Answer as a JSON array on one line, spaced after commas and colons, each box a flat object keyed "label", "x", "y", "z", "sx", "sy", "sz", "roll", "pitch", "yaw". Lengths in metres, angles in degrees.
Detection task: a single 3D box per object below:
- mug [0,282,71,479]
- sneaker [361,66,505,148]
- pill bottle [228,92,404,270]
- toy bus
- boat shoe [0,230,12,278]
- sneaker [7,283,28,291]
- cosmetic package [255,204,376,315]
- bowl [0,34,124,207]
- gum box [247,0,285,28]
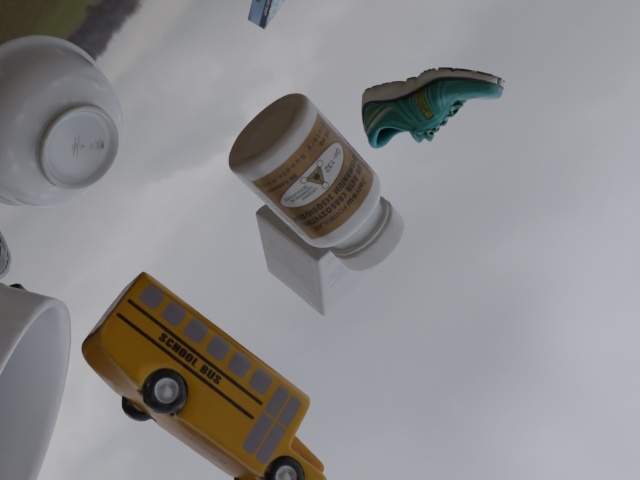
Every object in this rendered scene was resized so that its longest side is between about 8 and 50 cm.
[{"label": "mug", "x": -0.419, "y": 0.115, "z": 0.580, "sx": 0.374, "sy": 0.328, "sz": 0.276, "roll": 110, "pitch": -8, "yaw": -48}, {"label": "sneaker", "x": 0.189, "y": -0.222, "z": 1.197, "sx": 0.275, "sy": 0.107, "sz": 0.110, "roll": -9, "pitch": -101, "yaw": 42}, {"label": "pill bottle", "x": 0.003, "y": -0.066, "z": 0.905, "sx": 0.131, "sy": 0.229, "sz": 0.131, "roll": -32, "pitch": -148, "yaw": 23}, {"label": "toy bus", "x": -0.132, "y": 0.195, "z": 0.861, "sx": 0.108, "sy": 0.332, "sz": 0.130, "roll": -32, "pitch": -158, "yaw": 55}, {"label": "boat shoe", "x": -0.428, "y": -0.052, "z": 0.780, "sx": 0.080, "sy": 0.228, "sz": 0.076, "roll": -33, "pitch": 179, "yaw": -26}, {"label": "sneaker", "x": -0.692, "y": 0.211, "z": 1.453, "sx": 0.111, "sy": 0.121, "sz": 0.300, "roll": 1, "pitch": -139, "yaw": 20}, {"label": "cosmetic package", "x": 0.000, "y": 0.000, "z": 1.220, "sx": 0.151, "sy": 0.184, "sz": 0.151, "roll": 37, "pitch": -116, "yaw": 26}, {"label": "bowl", "x": -0.428, "y": -0.170, "z": 1.143, "sx": 0.134, "sy": 0.298, "sz": 0.298, "roll": 28, "pitch": -103, "yaw": 30}, {"label": "gum box", "x": -0.062, "y": -0.505, "z": 1.287, "sx": 0.184, "sy": 0.041, "sz": 0.157, "roll": -62, "pitch": -177, "yaw": -27}]
